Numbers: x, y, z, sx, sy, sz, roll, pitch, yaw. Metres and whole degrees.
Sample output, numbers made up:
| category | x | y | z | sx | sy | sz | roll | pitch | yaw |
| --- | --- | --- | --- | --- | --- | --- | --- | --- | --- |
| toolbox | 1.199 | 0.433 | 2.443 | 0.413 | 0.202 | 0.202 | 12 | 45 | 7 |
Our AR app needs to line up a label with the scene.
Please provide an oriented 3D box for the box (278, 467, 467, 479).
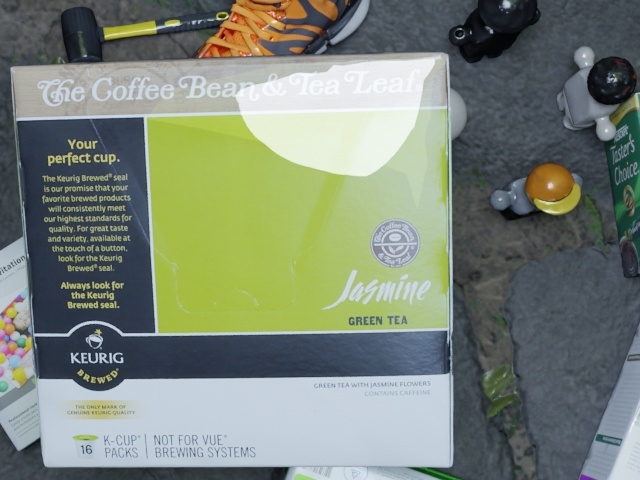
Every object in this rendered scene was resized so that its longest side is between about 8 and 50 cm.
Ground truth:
| category | x | y | z | sx | sy | sz | roll | pitch | yaw |
| --- | --- | --- | --- | --- | --- | --- | --- | --- | --- |
| box | 0.064 | 0.332 | 0.859 | 0.262 | 0.127 | 0.231 | 19 | 83 | -1 |

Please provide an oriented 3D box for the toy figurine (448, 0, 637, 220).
| category | x | y | z | sx | sy | sz | roll | pitch | yaw |
| --- | --- | --- | --- | --- | --- | --- | --- | --- | --- |
| toy figurine | 0.204 | -0.139 | 0.915 | 0.209 | 0.148 | 0.213 | 35 | 82 | 2 |

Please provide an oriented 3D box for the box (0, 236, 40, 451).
| category | x | y | z | sx | sy | sz | roll | pitch | yaw |
| --- | --- | --- | --- | --- | --- | --- | --- | --- | --- |
| box | -0.298 | 0.100 | 0.916 | 0.145 | 0.038 | 0.186 | -33 | 85 | -7 |

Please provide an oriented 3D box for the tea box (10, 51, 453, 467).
| category | x | y | z | sx | sy | sz | roll | pitch | yaw |
| --- | --- | --- | --- | --- | --- | --- | --- | --- | --- |
| tea box | -0.058 | 0.006 | 0.760 | 0.329 | 0.220 | 0.323 | 0 | 100 | 3 |

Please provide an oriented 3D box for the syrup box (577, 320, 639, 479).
| category | x | y | z | sx | sy | sz | roll | pitch | yaw |
| --- | --- | --- | --- | --- | --- | --- | --- | --- | --- |
| syrup box | 0.360 | 0.173 | 0.910 | 0.093 | 0.096 | 0.237 | 24 | 83 | 2 |

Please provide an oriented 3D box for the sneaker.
| category | x | y | z | sx | sy | sz | roll | pitch | yaw |
| --- | --- | --- | --- | --- | --- | --- | --- | --- | --- |
| sneaker | -0.081 | -0.217 | 0.885 | 0.124 | 0.180 | 0.321 | 37 | 79 | 18 |

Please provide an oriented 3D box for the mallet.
| category | x | y | z | sx | sy | sz | roll | pitch | yaw |
| --- | --- | --- | --- | --- | --- | --- | --- | --- | --- |
| mallet | -0.187 | -0.225 | 0.966 | 0.190 | 0.039 | 0.062 | -3 | 83 | -7 |

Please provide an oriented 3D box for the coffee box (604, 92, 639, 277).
| category | x | y | z | sx | sy | sz | roll | pitch | yaw |
| --- | --- | --- | --- | --- | --- | --- | --- | --- | --- |
| coffee box | 0.345 | -0.056 | 0.931 | 0.040 | 0.113 | 0.184 | -5 | 84 | -1 |
